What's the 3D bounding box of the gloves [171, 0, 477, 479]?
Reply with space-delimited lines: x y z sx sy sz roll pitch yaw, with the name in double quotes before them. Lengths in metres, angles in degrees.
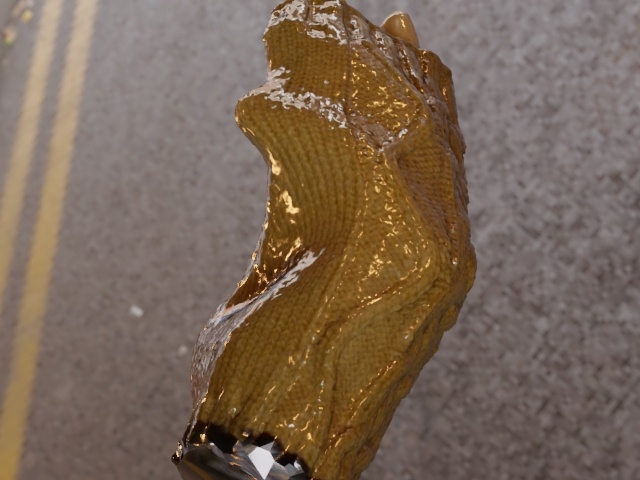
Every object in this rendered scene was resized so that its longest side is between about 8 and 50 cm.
"gloves" 0.013 0.010 1.012 0.203 0.155 0.356 102 178 -64
